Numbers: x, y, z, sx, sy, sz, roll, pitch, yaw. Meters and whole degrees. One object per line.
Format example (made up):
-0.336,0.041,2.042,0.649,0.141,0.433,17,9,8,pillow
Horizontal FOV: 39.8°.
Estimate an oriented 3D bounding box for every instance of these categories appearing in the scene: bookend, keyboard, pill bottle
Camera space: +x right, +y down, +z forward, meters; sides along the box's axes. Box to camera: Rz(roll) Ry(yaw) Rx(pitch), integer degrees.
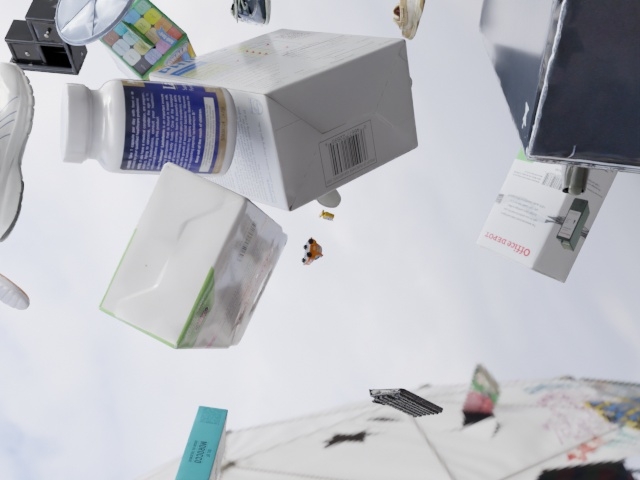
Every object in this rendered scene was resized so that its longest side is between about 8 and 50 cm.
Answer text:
-0.572,-0.420,1.791,0.157,0.156,0.072,89,-171,-57,bookend
0.162,0.328,1.780,0.180,0.108,0.023,35,-125,-49,keyboard
-0.280,-0.181,1.427,0.264,0.153,0.153,1,-129,-23,pill bottle

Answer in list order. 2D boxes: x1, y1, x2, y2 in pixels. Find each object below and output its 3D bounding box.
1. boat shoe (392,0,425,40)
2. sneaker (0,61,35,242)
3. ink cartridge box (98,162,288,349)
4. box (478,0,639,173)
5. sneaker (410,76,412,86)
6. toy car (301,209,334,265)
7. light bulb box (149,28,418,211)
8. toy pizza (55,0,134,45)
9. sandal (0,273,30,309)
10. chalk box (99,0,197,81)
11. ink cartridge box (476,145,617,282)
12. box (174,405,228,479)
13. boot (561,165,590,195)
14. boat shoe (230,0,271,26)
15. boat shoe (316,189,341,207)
0.174,-0.460,1.786,0.170,0.059,0.063,100,-177,-76,boat shoe
-0.511,-0.148,1.348,0.129,0.111,0.297,11,-116,-26,sneaker
-0.159,0.037,1.233,0.119,0.207,0.353,24,176,9,ink cartridge box
0.454,-0.283,0.999,0.480,0.471,0.297,-84,-1,-61,box
0.067,-0.300,1.976,0.153,0.282,0.099,36,-173,-45,sneaker
0.000,0.000,1.793,0.040,0.122,0.060,16,-138,-16,toy car
-0.069,-0.249,1.699,0.358,0.361,0.225,-28,-60,-34,light bulb box
-0.397,-0.437,1.600,0.032,0.201,0.201,36,-150,-53,toy pizza
-0.622,0.037,1.628,0.265,0.102,0.076,30,-124,12,sandal
-0.348,-0.393,1.787,0.132,0.132,0.213,43,173,7,chalk box
0.511,-0.075,2.018,0.121,0.289,0.211,22,-175,-31,ink cartridge box
-0.219,0.415,1.604,0.244,0.060,0.100,-80,-3,-64,box
0.443,-0.137,1.547,0.198,0.077,0.137,14,-96,-72,boot
-0.148,-0.502,1.864,0.254,0.079,0.095,-131,46,-76,boat shoe
-0.014,-0.104,1.758,0.125,0.046,0.038,25,-176,-27,boat shoe
